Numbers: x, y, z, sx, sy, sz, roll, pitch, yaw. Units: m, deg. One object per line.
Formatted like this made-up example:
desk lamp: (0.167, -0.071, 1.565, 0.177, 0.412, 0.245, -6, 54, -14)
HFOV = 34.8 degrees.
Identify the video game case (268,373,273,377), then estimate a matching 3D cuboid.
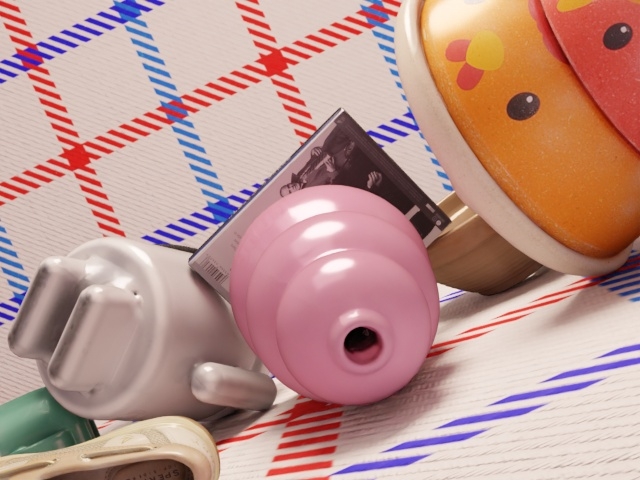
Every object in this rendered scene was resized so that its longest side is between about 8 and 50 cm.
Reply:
video game case: (-0.089, 0.111, 1.474, 0.201, 0.023, 0.183, 33, 42, 32)

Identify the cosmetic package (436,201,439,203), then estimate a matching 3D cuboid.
cosmetic package: (0.319, -0.057, 1.536, 0.160, 0.113, 0.309, -26, 3, -34)

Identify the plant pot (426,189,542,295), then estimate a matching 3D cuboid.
plant pot: (0.211, -0.011, 1.234, 0.237, 0.110, 0.237, -35, 8, 6)

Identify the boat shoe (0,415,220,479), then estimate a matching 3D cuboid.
boat shoe: (-0.226, 0.222, 0.799, 0.302, 0.109, 0.098, -19, 0, -1)

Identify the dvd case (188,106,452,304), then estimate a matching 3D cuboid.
dvd case: (0.000, 0.000, 1.127, 0.238, 0.179, 0.029, -44, 13, 4)

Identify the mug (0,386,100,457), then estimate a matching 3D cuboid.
mug: (-0.300, 0.237, 1.154, 0.097, 0.129, 0.158, -24, 31, -11)

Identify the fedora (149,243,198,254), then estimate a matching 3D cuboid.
fedora: (-0.240, 0.158, 1.528, 0.334, 0.334, 0.152, -26, -32, -39)

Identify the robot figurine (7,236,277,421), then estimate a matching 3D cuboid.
robot figurine: (-0.186, 0.108, 1.184, 0.353, 0.300, 0.200, 17, -76, -56)

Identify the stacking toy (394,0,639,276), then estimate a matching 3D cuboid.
stacking toy: (0.336, -0.217, 0.929, 0.480, 0.350, 0.350, -36, -5, 33)

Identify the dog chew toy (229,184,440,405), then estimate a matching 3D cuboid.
dog chew toy: (0.018, 0.058, 0.952, 0.206, 0.207, 0.332, -25, 9, -1)
